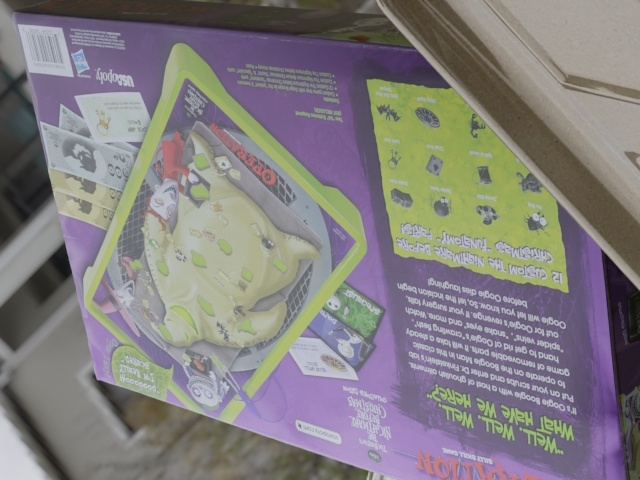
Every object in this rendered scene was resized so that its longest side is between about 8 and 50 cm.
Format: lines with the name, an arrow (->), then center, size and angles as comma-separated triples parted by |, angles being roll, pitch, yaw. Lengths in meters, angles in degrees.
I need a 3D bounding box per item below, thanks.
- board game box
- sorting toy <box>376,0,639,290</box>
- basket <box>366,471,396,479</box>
board game box -> 0.000, 0.000, 0.745 | 0.347, 0.208, 0.056 | 12, -154, 43
sorting toy -> 0.165, -0.018, 0.496 | 0.307, 0.041, 0.229 | 46, 156, -6
basket -> 0.168, 0.184, 1.004 | 0.289, 0.254, 0.201 | 9, -133, -8
